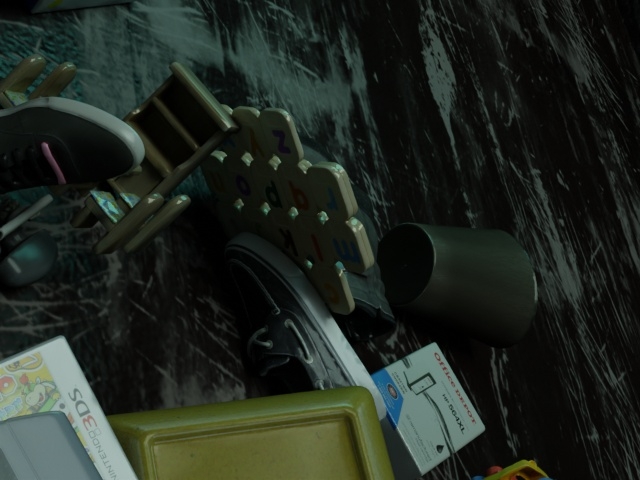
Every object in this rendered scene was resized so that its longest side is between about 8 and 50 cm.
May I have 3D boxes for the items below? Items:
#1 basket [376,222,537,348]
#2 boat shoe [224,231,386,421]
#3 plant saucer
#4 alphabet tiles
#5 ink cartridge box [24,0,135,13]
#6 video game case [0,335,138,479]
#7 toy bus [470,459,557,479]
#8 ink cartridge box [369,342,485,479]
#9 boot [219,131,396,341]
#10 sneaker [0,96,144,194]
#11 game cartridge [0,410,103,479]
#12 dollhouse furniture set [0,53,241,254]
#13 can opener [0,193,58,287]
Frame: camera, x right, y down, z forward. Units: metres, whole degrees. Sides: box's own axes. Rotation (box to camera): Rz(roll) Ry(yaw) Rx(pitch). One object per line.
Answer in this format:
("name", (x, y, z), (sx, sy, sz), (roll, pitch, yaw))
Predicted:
("basket", (0.200, 0.054, 1.935), (0.227, 0.154, 0.204), (15, 49, -42))
("boat shoe", (-0.043, 0.130, 1.585), (0.102, 0.108, 0.301), (-33, 87, -31))
("plant saucer", (-0.056, 0.299, 1.268), (0.333, 0.081, 0.332), (-5, 61, -18))
("alphabet tiles", (-0.047, -0.041, 1.556), (0.021, 0.284, 0.278), (-33, 116, -31))
("ink cartridge box", (-0.392, -0.442, 1.655), (0.307, 0.072, 0.303), (-24, 83, -56))
("video game case", (-0.289, 0.220, 1.151), (0.227, 0.026, 0.206), (-24, 81, -33))
("toy bus", (0.263, 0.370, 1.675), (0.149, 0.220, 0.211), (46, 27, -22))
("ink cartridge box", (0.119, 0.238, 1.713), (0.203, 0.086, 0.148), (-19, 78, -57))
("boot", (0.000, 0.000, 1.709), (0.338, 0.118, 0.222), (29, 41, -48))
("sneaker", (-0.324, -0.062, 1.247), (0.104, 0.296, 0.147), (75, 27, -42))
("game cartridge", (-0.304, 0.270, 1.060), (0.294, 0.060, 0.196), (-28, 81, -39))
("dollhouse furniture set", (-0.218, -0.118, 1.428), (0.212, 0.161, 0.242), (49, 13, 9))
("can opener", (-0.351, 0.028, 1.275), (0.093, 0.074, 0.280), (54, 32, -5))
